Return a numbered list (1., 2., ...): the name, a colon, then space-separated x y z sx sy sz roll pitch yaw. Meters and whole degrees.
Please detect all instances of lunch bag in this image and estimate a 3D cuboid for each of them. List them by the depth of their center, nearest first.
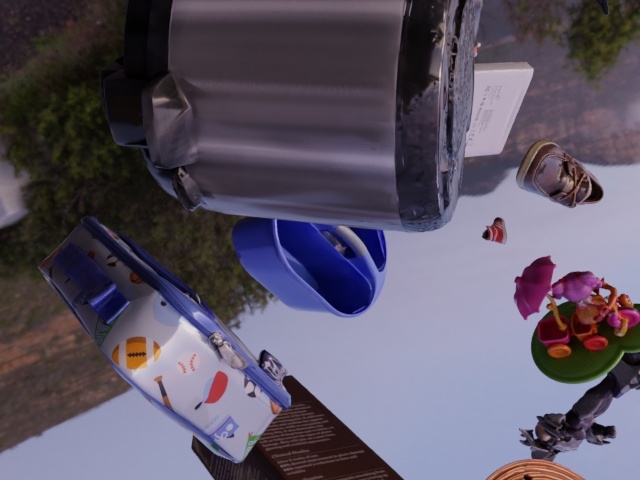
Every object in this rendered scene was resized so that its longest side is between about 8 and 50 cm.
1. lunch bag: -0.172 0.095 0.766 0.115 0.243 0.303 -47 -141 -14

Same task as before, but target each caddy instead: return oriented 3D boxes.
1. caddy: 0.000 0.000 1.361 0.179 0.341 0.241 -3 -127 42

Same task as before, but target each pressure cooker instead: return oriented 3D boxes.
1. pressure cooker: -0.036 -0.199 0.846 0.420 0.376 0.370 6 168 17

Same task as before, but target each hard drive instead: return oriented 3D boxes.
1. hard drive: 0.244 -0.244 1.379 0.307 0.040 0.203 -7 135 -21

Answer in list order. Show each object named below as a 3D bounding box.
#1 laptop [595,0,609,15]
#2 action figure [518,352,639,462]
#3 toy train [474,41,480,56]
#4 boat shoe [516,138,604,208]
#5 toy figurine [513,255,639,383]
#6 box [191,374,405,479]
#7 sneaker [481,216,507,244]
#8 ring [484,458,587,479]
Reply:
1. laptop: 0.160 -0.359 0.724 0.264 0.234 0.137 2 136 -11
2. action figure: 0.438 0.279 1.166 0.185 0.099 0.285 11 119 -52
3. toy train: 0.377 -0.444 1.839 0.125 0.046 0.166 -10 152 37
4. boat shoe: 0.552 -0.136 1.603 0.123 0.123 0.342 31 -170 35
5. toy figurine: 0.317 0.083 0.895 0.173 0.159 0.130 -18 -136 32
6. box: -0.042 0.365 1.137 0.191 0.143 0.381 1 -161 -34
7. sneaker: 0.505 -0.035 2.095 0.067 0.042 0.118 10 -146 -4
8. ring: 0.338 0.489 1.030 0.336 0.337 0.032 -25 165 -36
